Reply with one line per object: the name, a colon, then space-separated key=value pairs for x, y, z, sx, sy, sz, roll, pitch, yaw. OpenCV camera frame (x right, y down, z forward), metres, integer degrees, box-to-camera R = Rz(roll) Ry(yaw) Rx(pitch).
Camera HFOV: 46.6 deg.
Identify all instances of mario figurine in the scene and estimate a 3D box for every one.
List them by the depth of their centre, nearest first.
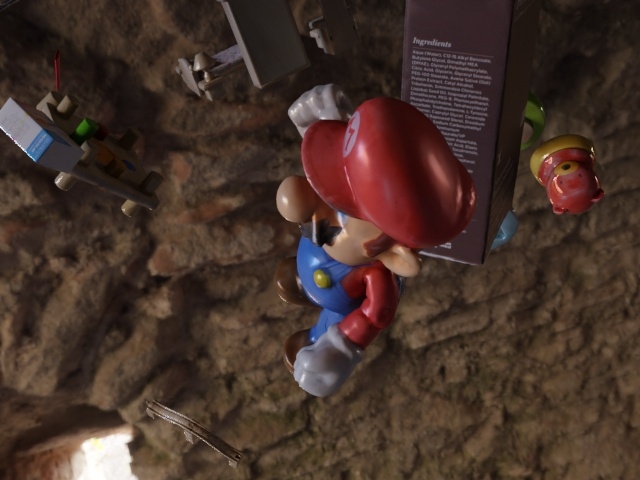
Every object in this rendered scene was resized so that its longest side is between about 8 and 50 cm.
mario figurine: x=0.000 y=0.000 z=0.639 sx=0.170 sy=0.198 sz=0.321 roll=-36 pitch=-18 yaw=-31

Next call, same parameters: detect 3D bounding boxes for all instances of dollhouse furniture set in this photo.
dollhouse furniture set: x=-0.138 y=-0.425 z=1.447 sx=0.303 sy=0.174 sz=0.355 roll=-27 pitch=26 yaw=-11

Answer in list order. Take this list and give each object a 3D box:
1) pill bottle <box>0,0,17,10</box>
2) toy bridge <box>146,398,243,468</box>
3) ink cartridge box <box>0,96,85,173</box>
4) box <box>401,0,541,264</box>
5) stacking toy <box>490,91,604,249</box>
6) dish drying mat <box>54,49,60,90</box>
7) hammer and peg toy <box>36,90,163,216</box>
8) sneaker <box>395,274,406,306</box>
pill bottle: x=-0.521 y=-0.378 z=0.980 sx=0.362 sy=0.210 sz=0.210 roll=-35 pitch=-11 yaw=-11
toy bridge: x=-0.215 y=0.320 z=1.251 sx=0.026 sy=0.188 sz=0.063 roll=-57 pitch=-10 yaw=-28
ink cartridge box: x=-0.571 y=-0.219 z=1.484 sx=0.062 sy=0.181 sz=0.104 roll=-51 pitch=-18 yaw=4
box: x=0.198 y=-0.181 z=1.001 sx=0.143 sy=0.382 sz=0.191 roll=12 pitch=35 yaw=22
stacking toy: x=0.334 y=-0.107 z=1.355 sx=0.308 sy=0.130 sz=0.279 roll=-30 pitch=-49 yaw=27
dish drying mat: x=-0.528 y=-0.341 z=1.493 sx=0.008 sy=0.032 sz=0.083 roll=3 pitch=-35 yaw=-16
hammer and peg toy: x=-0.525 y=-0.229 z=1.759 sx=0.127 sy=0.361 sz=0.266 roll=-46 pitch=-41 yaw=15
sneaker: x=0.141 y=0.107 z=1.443 sx=0.058 sy=0.052 sz=0.135 roll=-37 pitch=-26 yaw=-40
